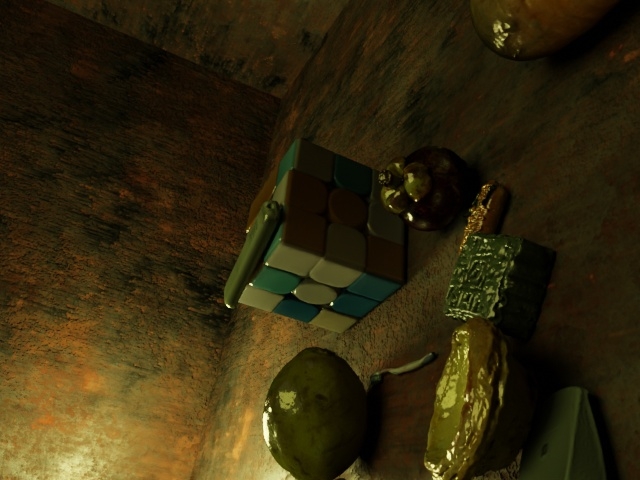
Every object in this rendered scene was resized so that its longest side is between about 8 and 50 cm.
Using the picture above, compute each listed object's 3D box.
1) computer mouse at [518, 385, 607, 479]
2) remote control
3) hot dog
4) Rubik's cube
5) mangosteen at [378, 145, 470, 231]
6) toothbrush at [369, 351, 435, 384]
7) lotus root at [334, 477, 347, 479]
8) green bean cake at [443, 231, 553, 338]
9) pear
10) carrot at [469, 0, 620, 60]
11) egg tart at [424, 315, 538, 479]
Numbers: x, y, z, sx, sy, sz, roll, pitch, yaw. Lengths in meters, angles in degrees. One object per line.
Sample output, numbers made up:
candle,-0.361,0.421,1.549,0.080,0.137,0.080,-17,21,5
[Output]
computer mouse,0.330,0.309,0.847,0.128,0.079,0.231,-55,7,48
remote control,-0.172,0.037,1.526,0.309,0.038,0.090,-62,23,28
hot dog,0.319,-0.031,1.244,0.072,0.055,0.188,12,82,70
Rubik's cube,0.000,0.000,1.674,0.346,0.347,0.344,131,153,-51
mangosteen,0.217,-0.121,1.377,0.192,0.217,0.192,-44,38,50
toothbrush,0.177,0.287,1.390,0.269,0.021,0.027,137,135,-56
lotus root,0.016,0.653,1.293,0.169,0.141,0.314,-44,31,47
green bean cake,0.307,0.075,1.109,0.173,0.094,0.181,-71,19,-2
pear,-0.010,0.411,1.462,0.269,0.269,0.321,-136,53,-70
carrot,0.430,-0.470,1.106,0.341,0.224,0.224,-32,42,57
egg tart,0.253,0.259,0.975,0.294,0.123,0.294,16,-90,-86
